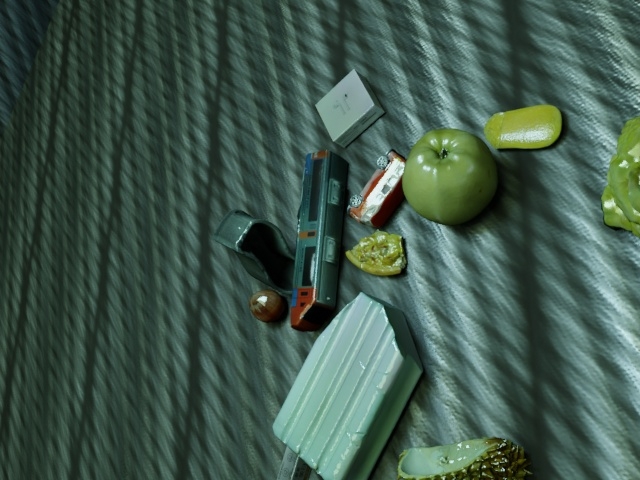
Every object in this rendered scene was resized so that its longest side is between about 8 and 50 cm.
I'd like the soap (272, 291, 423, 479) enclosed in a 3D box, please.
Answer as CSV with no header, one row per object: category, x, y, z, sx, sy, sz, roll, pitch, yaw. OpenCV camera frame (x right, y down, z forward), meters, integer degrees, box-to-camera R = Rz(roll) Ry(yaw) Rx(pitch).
soap,0.065,0.286,1.401,0.208,0.115,0.347,28,93,41

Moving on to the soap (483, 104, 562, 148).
soap,0.387,-0.216,1.372,0.168,0.033,0.089,-4,69,40

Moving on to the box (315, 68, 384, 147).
box,0.068,-0.310,1.660,0.130,0.051,0.129,-39,53,22

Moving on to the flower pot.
flower pot,-0.129,0.027,1.589,0.108,0.229,0.103,22,70,47

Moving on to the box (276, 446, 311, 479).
box,-0.071,0.539,1.464,0.039,0.055,0.218,11,81,43

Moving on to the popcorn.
popcorn,0.561,-0.101,1.049,0.293,0.237,0.293,-11,71,35

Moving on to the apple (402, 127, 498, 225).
apple,0.249,-0.124,1.359,0.200,0.200,0.200,-15,65,35

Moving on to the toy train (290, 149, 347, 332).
toy train,0.000,0.000,1.580,0.089,0.086,0.409,-8,69,36

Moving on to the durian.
durian,0.236,0.403,1.230,0.252,0.144,0.139,-29,36,35

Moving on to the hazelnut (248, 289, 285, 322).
hazelnut,-0.125,0.151,1.632,0.086,0.086,0.086,-15,65,35

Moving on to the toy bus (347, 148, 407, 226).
toy bus,0.135,-0.105,1.516,0.077,0.079,0.174,41,102,31

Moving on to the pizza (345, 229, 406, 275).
pizza,0.121,0.024,1.504,0.160,0.036,0.099,18,86,42
